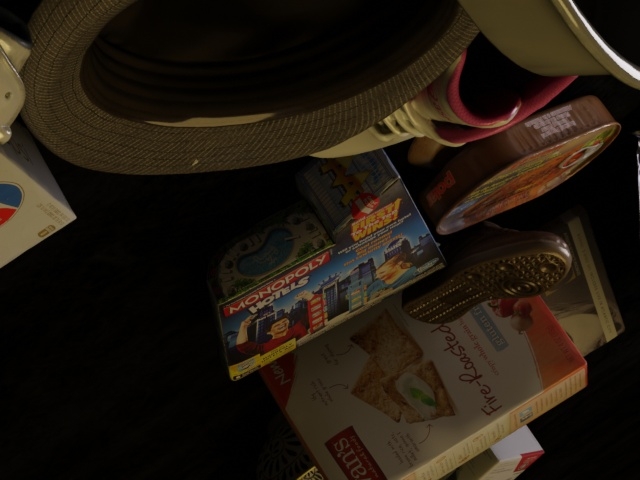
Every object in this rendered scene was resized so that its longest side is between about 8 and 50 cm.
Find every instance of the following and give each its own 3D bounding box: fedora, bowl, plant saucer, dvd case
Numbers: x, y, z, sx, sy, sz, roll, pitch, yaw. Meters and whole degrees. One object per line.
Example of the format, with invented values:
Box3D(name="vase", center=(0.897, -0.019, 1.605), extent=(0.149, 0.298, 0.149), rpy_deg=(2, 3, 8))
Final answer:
Box3D(name="fedora", center=(-0.038, -0.143, 0.981), extent=(0.244, 0.124, 0.275), rpy_deg=(-7, 161, -15))
Box3D(name="bowl", center=(0.001, 0.186, 1.785), extent=(0.170, 0.080, 0.170), rpy_deg=(-28, 156, -14))
Box3D(name="plant saucer", center=(0.104, -0.077, 1.477), extent=(0.083, 0.015, 0.083), rpy_deg=(-28, 157, -13))
Box3D(name="dvd case", center=(0.164, 0.081, 1.785), extent=(0.221, 0.018, 0.164), rpy_deg=(-31, 132, -7))

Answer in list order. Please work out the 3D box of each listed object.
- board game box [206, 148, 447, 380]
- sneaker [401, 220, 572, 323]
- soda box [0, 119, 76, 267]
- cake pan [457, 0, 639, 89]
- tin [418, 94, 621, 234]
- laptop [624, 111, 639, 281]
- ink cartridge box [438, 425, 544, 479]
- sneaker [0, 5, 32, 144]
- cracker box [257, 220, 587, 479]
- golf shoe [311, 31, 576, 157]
Box3D(name="board game box", center=(0.000, 0.000, 1.437), extent=(0.194, 0.060, 0.194), rpy_deg=(-28, 156, -12))
Box3D(name="sneaker", center=(0.127, 0.010, 1.557), extent=(0.066, 0.071, 0.188), rpy_deg=(25, 152, -28))
Box3D(name="soda box", center=(-0.211, -0.051, 1.046), extent=(0.074, 0.069, 0.216), rpy_deg=(-33, 157, 3))
Box3D(name="cake pan", center=(0.098, -0.204, 0.912), extent=(0.054, 0.293, 0.293), rpy_deg=(-15, 167, 28))
Box3D(name="tin", center=(0.154, -0.060, 1.522), extent=(0.190, 0.040, 0.106), rpy_deg=(-22, 166, -41))
Box3D(name="laptop", center=(0.446, -0.027, 1.744), extent=(0.408, 0.236, 0.382), rpy_deg=(-42, 156, 21))
Box3D(name="ink cartridge box", center=(0.164, 0.256, 2.170), extent=(0.135, 0.056, 0.099), rpy_deg=(-47, 155, 28))
Box3D(name="sneaker", center=(-0.195, -0.049, 0.884), extent=(0.129, 0.111, 0.297), rpy_deg=(-1, 124, -23))
Box3D(name="cracker box", center=(0.084, 0.111, 1.645), extent=(0.232, 0.156, 0.067), rpy_deg=(-32, 158, -4))
Box3D(name="golf shoe", center=(0.061, -0.107, 1.131), extent=(0.306, 0.115, 0.140), rpy_deg=(-31, -153, 46))
